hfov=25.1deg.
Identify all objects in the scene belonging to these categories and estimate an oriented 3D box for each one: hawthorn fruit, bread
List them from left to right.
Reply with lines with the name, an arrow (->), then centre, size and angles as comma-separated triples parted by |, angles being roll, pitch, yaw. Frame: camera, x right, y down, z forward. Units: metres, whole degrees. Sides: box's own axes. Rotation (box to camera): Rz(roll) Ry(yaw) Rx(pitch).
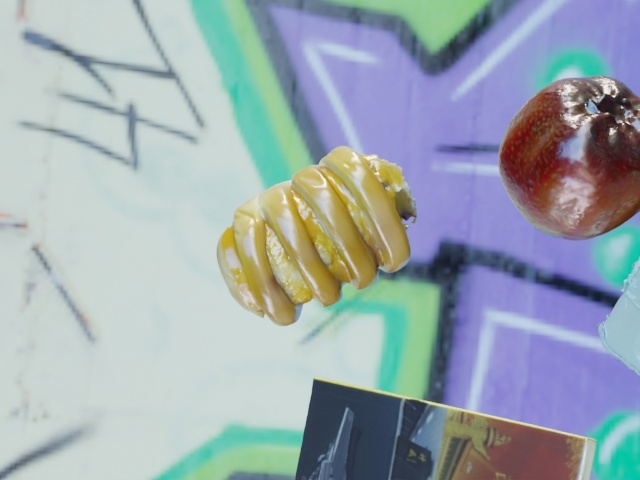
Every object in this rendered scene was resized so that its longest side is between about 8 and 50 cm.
bread -> 0.000, 0.000, 1.226 | 0.119, 0.177, 0.084 | 63, 170, -24
hawthorn fruit -> 0.263, -0.074, 1.466 | 0.188, 0.169, 0.169 | 110, 167, -50

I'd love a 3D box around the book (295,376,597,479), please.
book -> 0.098, 0.292, 1.433 | 0.374, 0.028, 0.262 | 7, 84, 48

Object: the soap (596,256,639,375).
soap -> 0.467, 0.129, 1.696 | 0.094, 0.261, 0.150 | 1, -57, -59
